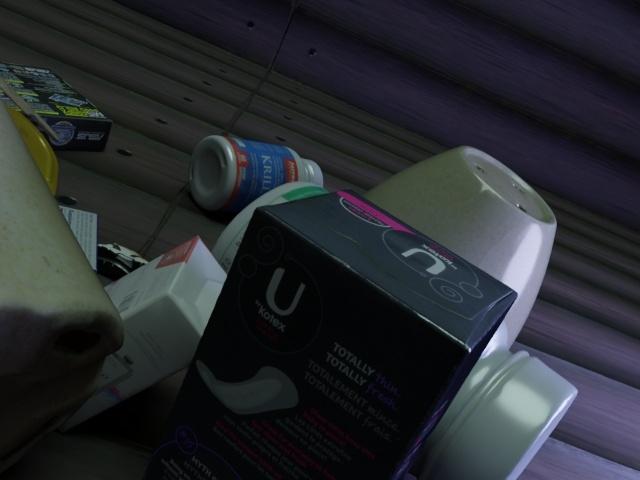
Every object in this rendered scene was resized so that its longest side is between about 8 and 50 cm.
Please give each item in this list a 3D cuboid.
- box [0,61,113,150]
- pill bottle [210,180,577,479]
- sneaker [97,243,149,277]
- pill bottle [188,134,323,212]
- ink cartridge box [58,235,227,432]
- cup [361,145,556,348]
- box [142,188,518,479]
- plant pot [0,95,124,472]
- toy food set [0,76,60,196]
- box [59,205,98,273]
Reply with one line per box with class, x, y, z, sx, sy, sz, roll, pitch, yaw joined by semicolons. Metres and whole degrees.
box;-0.509;-0.221;0.978;0.216;0.060;0.270;38;26;27
pill bottle;0.060;0.108;0.646;0.361;0.204;0.204;37;25;28
sneaker;-0.221;0.032;0.740;0.109;0.040;0.044;30;15;5
pill bottle;-0.104;-0.108;1.062;0.221;0.124;0.124;0;33;-45
ink cartridge box;-0.180;0.087;0.538;0.067;0.198;0.115;58;13;-19
cup;0.195;0.007;0.892;0.331;0.237;0.331;29;28;-17
box;0.001;0.119;0.470;0.165;0.270;0.143;34;24;20
plant pot;-0.301;0.005;0.386;0.305;0.334;0.334;47;28;16
toy food set;-0.424;-0.114;0.826;0.128;0.071;0.218;50;10;-39
box;-0.310;0.014;0.642;0.137;0.072;0.126;13;25;-25
